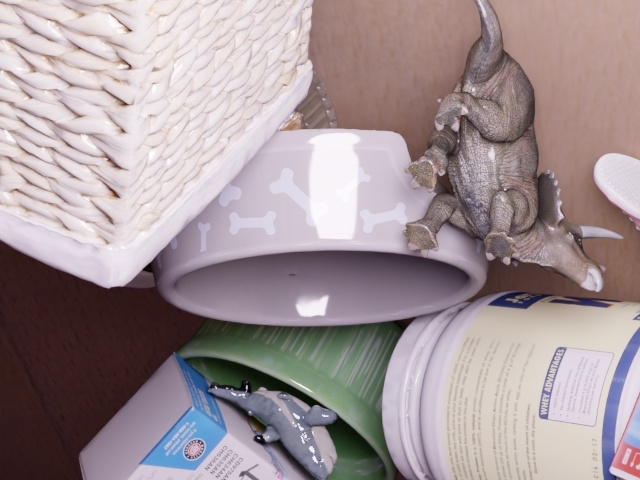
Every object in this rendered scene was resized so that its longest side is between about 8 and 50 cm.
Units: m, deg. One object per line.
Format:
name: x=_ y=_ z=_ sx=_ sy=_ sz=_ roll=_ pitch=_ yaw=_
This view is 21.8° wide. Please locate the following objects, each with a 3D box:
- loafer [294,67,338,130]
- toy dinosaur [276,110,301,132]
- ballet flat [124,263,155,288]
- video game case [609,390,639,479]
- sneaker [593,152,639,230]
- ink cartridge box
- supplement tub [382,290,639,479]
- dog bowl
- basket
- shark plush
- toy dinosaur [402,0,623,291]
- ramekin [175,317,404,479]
loafer: x=-0.083 y=-0.156 z=1.559 sx=0.092 sy=0.102 sz=0.268 roll=-7 pitch=127 yaw=53
toy dinosaur: x=-0.116 y=-0.103 z=1.503 sx=0.211 sy=0.064 sz=0.112 roll=3 pitch=134 yaw=40
ballet flat: x=-0.267 y=-0.010 z=1.991 sx=0.316 sy=0.106 sz=0.107 roll=18 pitch=152 yaw=24
video game case: x=0.386 y=0.107 z=1.386 sx=0.204 sy=0.285 sz=0.025 roll=23 pitch=-165 yaw=15
sneaker: x=0.287 y=-0.021 z=1.457 sx=0.134 sy=0.051 sz=0.070 roll=29 pitch=149 yaw=-6
ink cartridge box: x=-0.127 y=0.282 z=1.888 sx=0.233 sy=0.171 sz=0.168 roll=40 pitch=-176 yaw=-22
supplement tub: x=0.246 y=0.172 z=1.635 sx=0.325 sy=0.235 sz=0.235 roll=4 pitch=144 yaw=42
dog bowl: x=0.000 y=0.000 z=1.551 sx=0.349 sy=0.102 sz=0.349 roll=-1 pitch=165 yaw=0
basket: x=-0.202 y=-0.193 z=1.279 sx=0.328 sy=0.331 sz=0.266 roll=23 pitch=132 yaw=15
shark plush: x=-0.048 y=0.199 z=1.839 sx=0.161 sy=0.067 sz=0.073 roll=35 pitch=154 yaw=-9
toy dinosaur: x=0.140 y=-0.078 z=1.402 sx=0.121 sy=0.160 sz=0.313 roll=-9 pitch=111 yaw=32
ramekin: x=-0.018 y=0.165 z=1.997 sx=0.303 sy=0.148 sz=0.303 roll=24 pitch=153 yaw=13
